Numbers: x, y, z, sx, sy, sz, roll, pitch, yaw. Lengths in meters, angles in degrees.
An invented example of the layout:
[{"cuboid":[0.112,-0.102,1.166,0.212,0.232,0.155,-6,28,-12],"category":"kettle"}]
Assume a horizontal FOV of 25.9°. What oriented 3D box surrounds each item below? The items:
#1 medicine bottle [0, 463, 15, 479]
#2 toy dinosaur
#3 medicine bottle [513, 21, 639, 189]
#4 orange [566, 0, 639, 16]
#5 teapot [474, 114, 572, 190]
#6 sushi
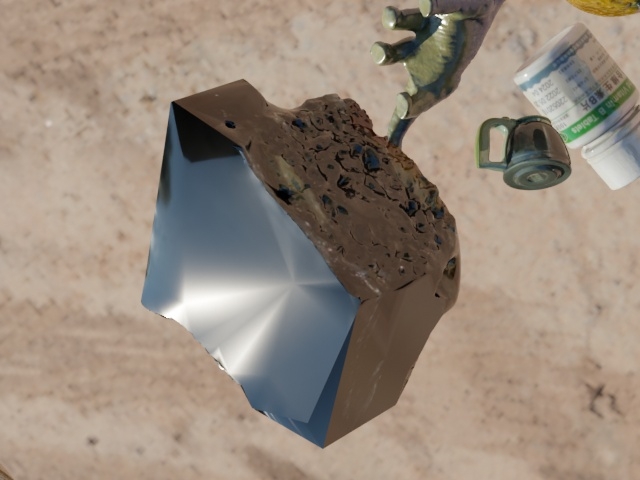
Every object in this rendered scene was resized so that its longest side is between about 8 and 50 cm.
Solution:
[{"cuboid":[-0.384,0.349,1.414,0.232,0.238,0.238,28,144,56],"category":"medicine bottle"},{"cuboid":[0.142,-0.179,1.303,0.075,0.188,0.247,41,132,46],"category":"toy dinosaur"},{"cuboid":[0.412,-0.200,2.100,0.237,0.139,0.139,51,142,-4],"category":"medicine bottle"},{"cuboid":[0.363,-0.407,1.729,0.264,0.264,0.264,24,137,25],"category":"orange"},{"cuboid":[0.275,-0.127,1.865,0.124,0.090,0.092,19,147,-39],"category":"teapot"},{"cuboid":[0.001,0.000,1.190,0.227,0.212,0.215,35,131,29],"category":"sushi"}]
